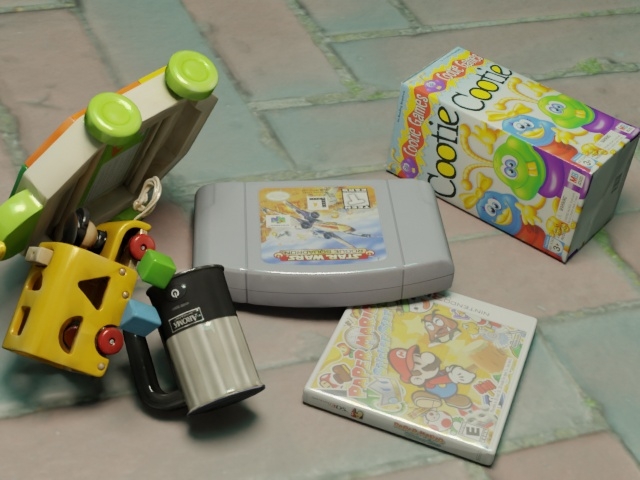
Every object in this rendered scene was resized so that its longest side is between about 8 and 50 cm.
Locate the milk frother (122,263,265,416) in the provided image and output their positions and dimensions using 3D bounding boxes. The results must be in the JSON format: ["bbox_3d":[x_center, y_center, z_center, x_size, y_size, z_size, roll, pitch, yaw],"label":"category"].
[{"bbox_3d":[-0.117,0.108,1.236,0.143,0.129,0.135,0,67,-58],"label":"milk frother"}]

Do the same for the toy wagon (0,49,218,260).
[{"bbox_3d":[-0.249,-0.069,1.286,0.068,0.267,0.344,46,48,8],"label":"toy wagon"}]

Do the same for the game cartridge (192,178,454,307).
[{"bbox_3d":[0.000,0.000,1.395,0.297,0.062,0.198,-2,31,-4],"label":"game cartridge"}]

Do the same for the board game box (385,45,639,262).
[{"bbox_3d":[0.243,-0.116,1.539,0.275,0.144,0.142,30,43,25],"label":"board game box"}]

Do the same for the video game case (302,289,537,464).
[{"bbox_3d":[0.114,0.128,1.302,0.206,0.026,0.227,17,39,11],"label":"video game case"}]

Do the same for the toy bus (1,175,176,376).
[{"bbox_3d":[-0.245,0.037,1.203,0.104,0.191,0.202,25,30,-32],"label":"toy bus"}]
